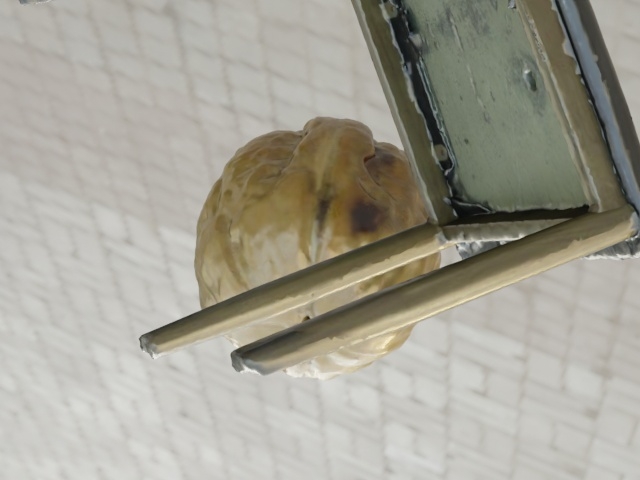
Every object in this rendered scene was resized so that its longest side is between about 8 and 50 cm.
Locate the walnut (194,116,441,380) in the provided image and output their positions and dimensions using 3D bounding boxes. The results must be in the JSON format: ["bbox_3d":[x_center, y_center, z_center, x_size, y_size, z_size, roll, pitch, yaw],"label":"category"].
[{"bbox_3d":[0.000,0.000,1.087,0.155,0.184,0.155,6,130,7],"label":"walnut"}]

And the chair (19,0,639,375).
[{"bbox_3d":[0.052,-0.067,0.633,0.188,0.272,0.166,176,74,-74],"label":"chair"}]
